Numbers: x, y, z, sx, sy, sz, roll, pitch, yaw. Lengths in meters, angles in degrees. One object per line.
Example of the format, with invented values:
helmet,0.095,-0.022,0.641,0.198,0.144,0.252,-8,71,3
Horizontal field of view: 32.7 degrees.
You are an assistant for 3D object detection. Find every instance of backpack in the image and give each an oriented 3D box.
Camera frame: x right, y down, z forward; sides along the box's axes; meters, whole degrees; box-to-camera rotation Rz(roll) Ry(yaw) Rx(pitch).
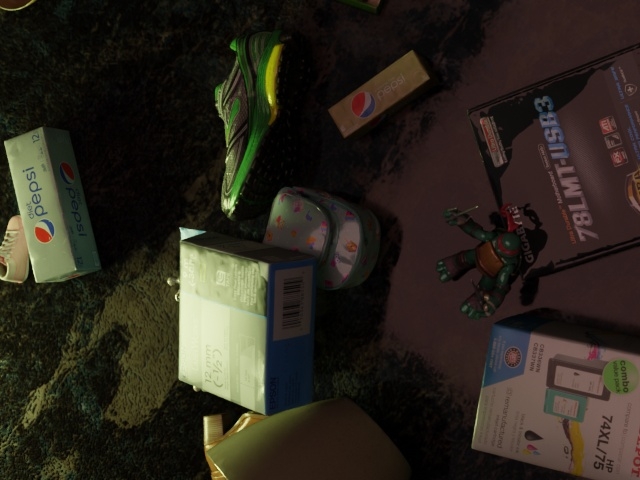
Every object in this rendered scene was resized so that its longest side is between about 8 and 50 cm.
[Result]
backpack,0.000,0.000,1.850,0.188,0.144,0.165,17,94,22

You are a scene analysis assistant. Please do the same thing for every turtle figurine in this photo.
turtle figurine,0.256,0.035,1.704,0.118,0.234,0.175,-11,70,-13

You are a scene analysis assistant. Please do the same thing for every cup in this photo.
cup,0.008,0.394,1.782,0.237,0.331,0.331,-41,73,-10

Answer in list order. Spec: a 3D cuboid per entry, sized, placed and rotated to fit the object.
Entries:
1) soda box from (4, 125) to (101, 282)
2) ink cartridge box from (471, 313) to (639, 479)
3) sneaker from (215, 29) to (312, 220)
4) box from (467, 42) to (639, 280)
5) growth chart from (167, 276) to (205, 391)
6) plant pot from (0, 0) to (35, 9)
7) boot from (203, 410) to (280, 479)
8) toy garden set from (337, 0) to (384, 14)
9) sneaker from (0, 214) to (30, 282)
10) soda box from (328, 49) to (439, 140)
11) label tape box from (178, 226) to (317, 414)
soda box,-0.514,-0.068,2.096,0.098,0.091,0.286,-17,84,21
ink cartridge box,0.397,0.238,1.653,0.270,0.197,0.198,10,94,22
sneaker,-0.118,-0.201,1.923,0.146,0.134,0.343,10,85,29
box,0.413,-0.118,1.716,0.293,0.073,0.295,-19,82,21
growth chart,-0.181,0.166,1.995,0.172,0.021,0.237,-14,85,21
plant pot,-0.579,-0.564,2.131,0.236,0.032,0.236,-2,86,38
boot,-0.119,0.378,1.943,0.197,0.073,0.152,-12,85,34
toy garden set,0.049,-0.538,1.879,0.204,0.049,0.244,24,99,21
sneaker,-0.609,0.017,2.149,0.051,0.070,0.134,1,89,25
soda box,0.107,-0.244,1.851,0.181,0.058,0.061,-33,78,20
label tape box,-0.163,0.124,1.836,0.348,0.115,0.249,12,105,43
